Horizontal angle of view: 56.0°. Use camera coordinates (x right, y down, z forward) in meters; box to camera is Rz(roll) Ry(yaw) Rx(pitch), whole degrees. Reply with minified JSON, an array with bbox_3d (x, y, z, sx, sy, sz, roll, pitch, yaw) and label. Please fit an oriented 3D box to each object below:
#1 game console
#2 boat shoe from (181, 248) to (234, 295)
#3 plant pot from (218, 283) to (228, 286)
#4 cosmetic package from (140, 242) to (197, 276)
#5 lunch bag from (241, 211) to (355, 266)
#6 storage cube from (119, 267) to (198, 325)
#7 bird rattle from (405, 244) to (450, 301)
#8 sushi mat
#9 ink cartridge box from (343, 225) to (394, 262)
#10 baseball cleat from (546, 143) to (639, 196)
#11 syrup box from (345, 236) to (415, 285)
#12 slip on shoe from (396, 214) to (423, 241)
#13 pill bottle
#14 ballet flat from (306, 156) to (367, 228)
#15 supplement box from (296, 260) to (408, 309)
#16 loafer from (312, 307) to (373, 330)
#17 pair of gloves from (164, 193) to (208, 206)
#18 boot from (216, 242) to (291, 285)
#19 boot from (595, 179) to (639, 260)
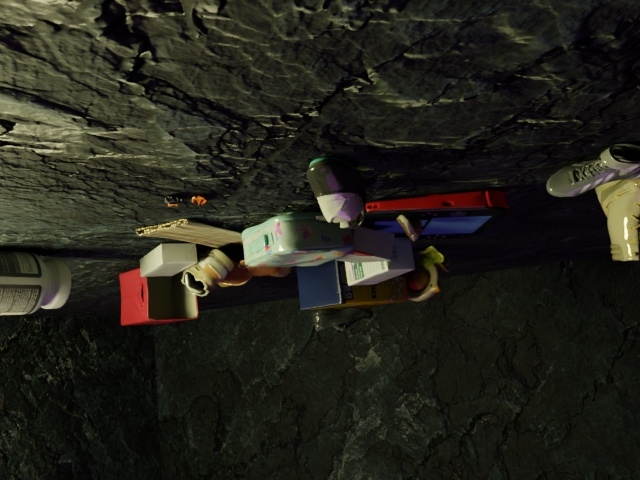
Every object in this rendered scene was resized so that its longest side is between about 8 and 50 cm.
[{"bbox_3d":[0.271,-0.050,1.542,0.342,0.060,0.386,-6,170,0],"label":"game console"},{"bbox_3d":[-0.354,0.101,1.756,0.103,0.113,0.302,-49,-170,-26],"label":"boat shoe"},{"bbox_3d":[-0.315,0.103,2.014,0.082,0.081,0.083,-9,159,19],"label":"plant pot"},{"bbox_3d":[-0.436,0.057,1.713,0.099,0.060,0.239,-2,169,-31],"label":"cosmetic package"},{"bbox_3d":[-0.063,-0.001,1.475,0.224,0.107,0.279,1,168,-29],"label":"lunch bag"},{"bbox_3d":[-0.551,0.190,2.050,0.193,0.183,0.215,-15,167,43],"label":"storage cube"},{"bbox_3d":[0.351,0.125,2.230,0.254,0.206,0.143,-20,147,21],"label":"bird rattle"},{"bbox_3d":[-0.297,-0.014,1.517,0.152,0.019,0.317,-11,169,24],"label":"sushi mat"},{"bbox_3d":[0.088,0.011,1.572,0.128,0.072,0.175,12,170,-29],"label":"ink cartridge box"},{"bbox_3d":[0.541,-0.145,1.181,0.206,0.072,0.109,-16,153,28],"label":"baseball cleat"},{"bbox_3d":[0.163,0.063,1.725,0.097,0.093,0.237,-1,166,-26],"label":"syrup box"},{"bbox_3d":[0.211,-0.035,1.385,0.041,0.051,0.135,-40,154,3],"label":"slip on shoe"},{"bbox_3d":[-0.779,0.105,1.487,0.162,0.162,0.279,-13,167,35],"label":"pill bottle"},{"bbox_3d":[0.046,-0.077,1.137,0.096,0.096,0.280,-8,170,14],"label":"ballet flat"},{"bbox_3d":[0.113,0.132,2.089,0.195,0.194,0.357,-15,167,43],"label":"supplement box"},{"bbox_3d":[0.078,0.271,2.066,0.224,0.078,0.076,-1,170,-24],"label":"loafer"},{"bbox_3d":[-0.263,-0.080,1.182,0.084,0.010,0.074,-2,171,-10],"label":"pair of gloves"},{"bbox_3d":[-0.249,0.066,1.780,0.284,0.108,0.220,2,166,25],"label":"boot"},{"bbox_3d":[0.707,-0.060,1.314,0.095,0.203,0.262,-5,172,-10],"label":"boot"}]
